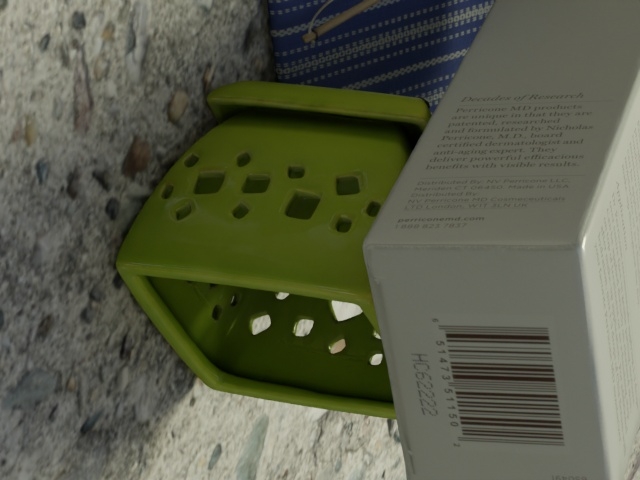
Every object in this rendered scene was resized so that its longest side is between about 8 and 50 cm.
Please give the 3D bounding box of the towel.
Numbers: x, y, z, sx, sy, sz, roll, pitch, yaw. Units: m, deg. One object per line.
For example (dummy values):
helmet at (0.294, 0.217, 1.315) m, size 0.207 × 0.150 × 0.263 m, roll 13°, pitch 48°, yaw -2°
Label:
towel at (0.069, -0.137, 1.718) m, size 0.243 × 0.040 × 0.336 m, roll -20°, pitch 127°, yaw -20°

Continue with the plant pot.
plant pot at (0.000, 0.000, 1.556) m, size 0.227 × 0.228 × 0.207 m, roll 61°, pitch 43°, yaw -54°

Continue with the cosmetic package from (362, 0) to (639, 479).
cosmetic package at (0.183, -0.017, 1.510) m, size 0.453 × 0.161 × 0.230 m, roll -59°, pitch 143°, yaw -54°

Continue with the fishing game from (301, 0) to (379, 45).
fishing game at (-0.005, -0.298, 1.544) m, size 0.189 × 0.041 × 0.264 m, roll -34°, pitch 124°, yaw -19°
